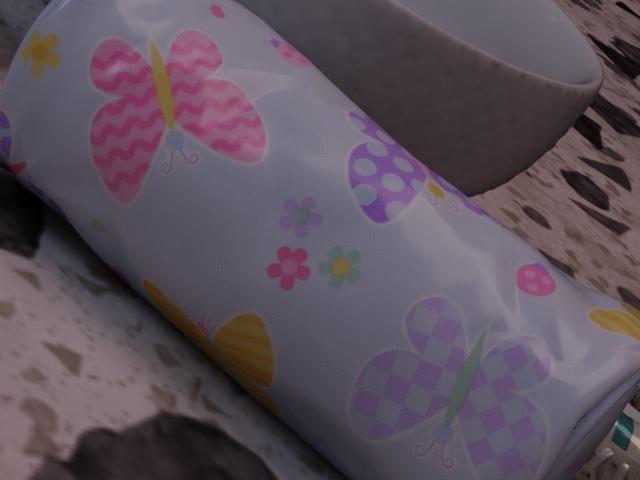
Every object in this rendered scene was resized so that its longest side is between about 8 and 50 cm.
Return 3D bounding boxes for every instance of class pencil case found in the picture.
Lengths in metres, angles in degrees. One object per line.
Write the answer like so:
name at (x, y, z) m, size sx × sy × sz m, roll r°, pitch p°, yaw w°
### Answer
pencil case at (0.000, 0.000, 0.611) m, size 0.273 × 0.124 × 0.113 m, roll 39°, pitch -17°, yaw 12°

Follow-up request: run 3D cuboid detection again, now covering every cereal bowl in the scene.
cereal bowl at (-0.023, -0.132, 0.838) m, size 0.339 × 0.141 × 0.339 m, roll 31°, pitch 22°, yaw -14°

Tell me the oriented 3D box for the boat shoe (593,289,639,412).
boat shoe at (0.169, 0.071, 0.832) m, size 0.135 × 0.050 × 0.045 m, roll 30°, pitch 16°, yaw -15°

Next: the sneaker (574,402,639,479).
sneaker at (0.113, 0.090, 0.715) m, size 0.075 × 0.057 × 0.161 m, roll -3°, pitch 42°, yaw -34°
